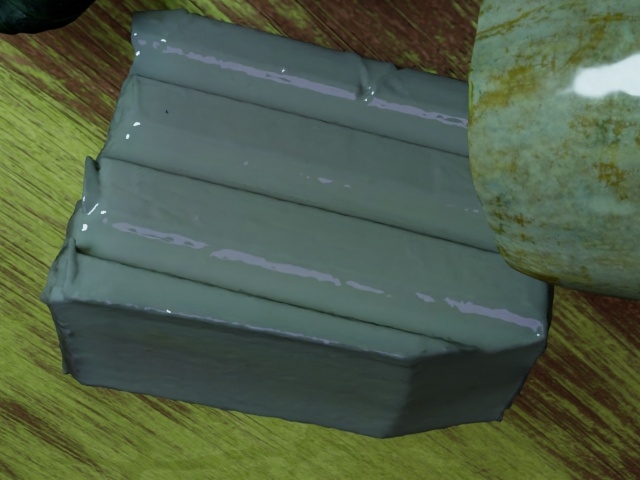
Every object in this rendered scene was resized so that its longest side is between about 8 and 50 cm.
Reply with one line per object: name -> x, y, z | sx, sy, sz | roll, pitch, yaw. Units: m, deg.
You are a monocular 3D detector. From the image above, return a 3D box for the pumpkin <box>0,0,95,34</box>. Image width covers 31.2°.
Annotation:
pumpkin -> -0.275, -0.265, 0.985 | 0.202, 0.140, 0.202 | 7, 140, 6

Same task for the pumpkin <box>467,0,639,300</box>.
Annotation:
pumpkin -> 0.243, -0.112, 0.906 | 0.199, 0.332, 0.332 | 7, 145, 31

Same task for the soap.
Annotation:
soap -> 0.000, 0.000, 1.081 | 0.435, 0.350, 0.213 | 11, 143, -2
